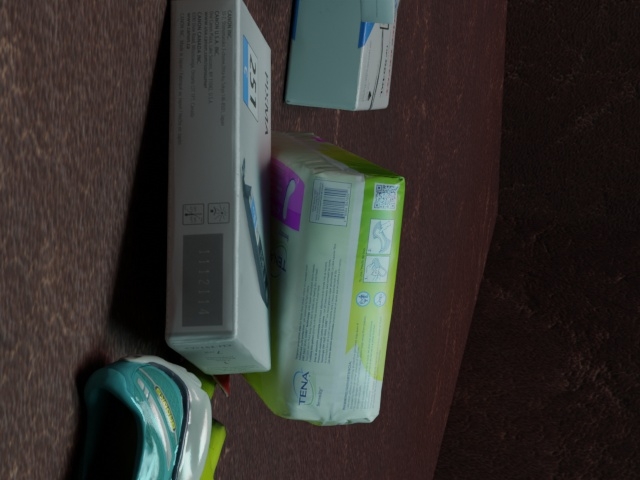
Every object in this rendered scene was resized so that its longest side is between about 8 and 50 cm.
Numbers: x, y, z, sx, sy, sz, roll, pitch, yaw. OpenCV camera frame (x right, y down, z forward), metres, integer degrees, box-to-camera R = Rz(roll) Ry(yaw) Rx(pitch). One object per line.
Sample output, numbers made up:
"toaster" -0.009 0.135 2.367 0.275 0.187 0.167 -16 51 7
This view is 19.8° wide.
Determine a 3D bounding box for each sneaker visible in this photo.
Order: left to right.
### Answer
"sneaker" -0.160 0.225 1.418 0.110 0.107 0.275 9 83 -60

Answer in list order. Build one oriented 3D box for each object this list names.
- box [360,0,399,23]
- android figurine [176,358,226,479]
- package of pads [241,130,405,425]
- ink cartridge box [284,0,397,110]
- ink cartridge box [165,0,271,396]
"box" 0.071 -0.333 1.862 0.186 0.038 0.145 -73 165 -47
"android figurine" -0.135 0.245 1.602 0.248 0.056 0.273 86 13 -45
"package of pads" -0.019 0.029 1.670 0.296 0.101 0.229 -146 -120 -72
"ink cartridge box" 0.027 -0.223 2.059 0.203 0.086 0.148 -24 120 -77
"ink cartridge box" -0.075 -0.030 1.587 0.261 0.066 0.296 58 30 -73
